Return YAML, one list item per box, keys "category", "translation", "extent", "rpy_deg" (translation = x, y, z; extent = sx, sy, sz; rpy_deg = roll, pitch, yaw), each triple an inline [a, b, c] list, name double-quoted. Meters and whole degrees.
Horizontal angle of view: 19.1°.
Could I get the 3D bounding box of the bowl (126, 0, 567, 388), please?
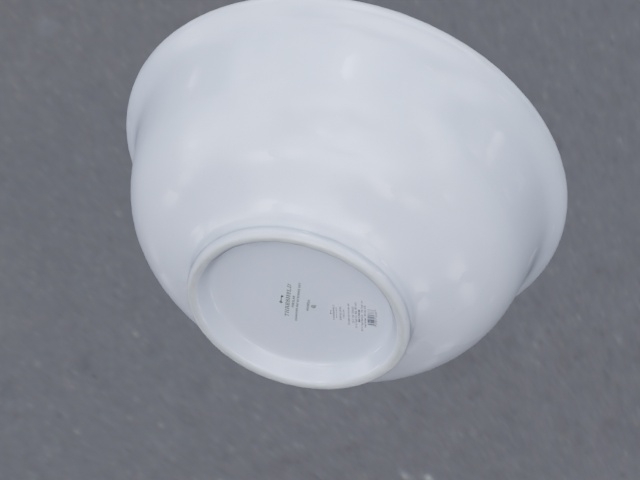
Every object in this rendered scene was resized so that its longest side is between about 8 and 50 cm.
- category: "bowl"
  translation: [0.000, 0.000, 1.211]
  extent: [0.298, 0.298, 0.134]
  rpy_deg: [4, 47, 17]
